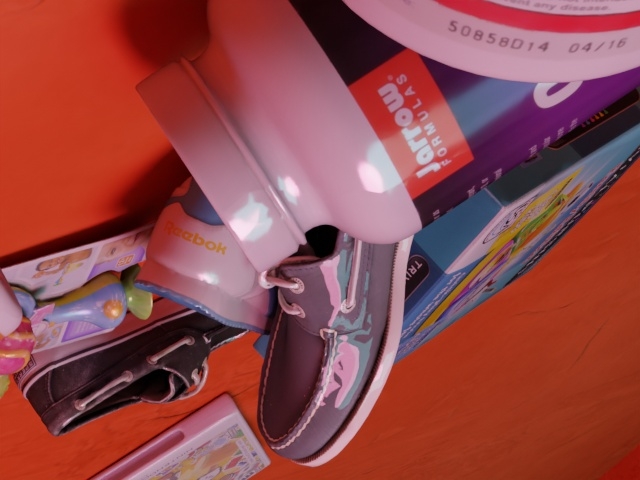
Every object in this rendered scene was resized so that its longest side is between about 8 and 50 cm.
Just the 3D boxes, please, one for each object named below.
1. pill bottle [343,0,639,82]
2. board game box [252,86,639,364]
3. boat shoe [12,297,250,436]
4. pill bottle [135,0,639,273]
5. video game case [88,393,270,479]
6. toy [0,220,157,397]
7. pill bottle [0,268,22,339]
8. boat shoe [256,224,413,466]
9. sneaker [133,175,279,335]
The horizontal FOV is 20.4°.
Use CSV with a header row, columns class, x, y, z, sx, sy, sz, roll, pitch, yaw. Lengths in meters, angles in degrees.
class,x,y,z,sx,sy,sz,roll,pitch,yaw
pill bottle,0.117,-0.256,0.664,0.229,0.229,0.408,-27,160,-21
board game box,0.130,-0.023,1.365,0.336,0.079,0.254,-29,163,-49
boat shoe,-0.123,0.091,1.334,0.219,0.070,0.078,-20,156,-35
pill bottle,0.067,-0.121,0.973,0.323,0.181,0.181,-34,161,-2
video game case,-0.153,0.236,1.698,0.206,0.026,0.227,-32,161,-5
toy,-0.213,0.070,1.165,0.237,0.056,0.137,-21,155,-34
pill bottle,-0.274,0.048,0.916,0.216,0.121,0.121,-32,161,-7
boat shoe,0.000,0.000,1.150,0.099,0.116,0.319,5,113,-32
sneaker,-0.058,0.007,1.215,0.228,0.087,0.092,30,82,-83
